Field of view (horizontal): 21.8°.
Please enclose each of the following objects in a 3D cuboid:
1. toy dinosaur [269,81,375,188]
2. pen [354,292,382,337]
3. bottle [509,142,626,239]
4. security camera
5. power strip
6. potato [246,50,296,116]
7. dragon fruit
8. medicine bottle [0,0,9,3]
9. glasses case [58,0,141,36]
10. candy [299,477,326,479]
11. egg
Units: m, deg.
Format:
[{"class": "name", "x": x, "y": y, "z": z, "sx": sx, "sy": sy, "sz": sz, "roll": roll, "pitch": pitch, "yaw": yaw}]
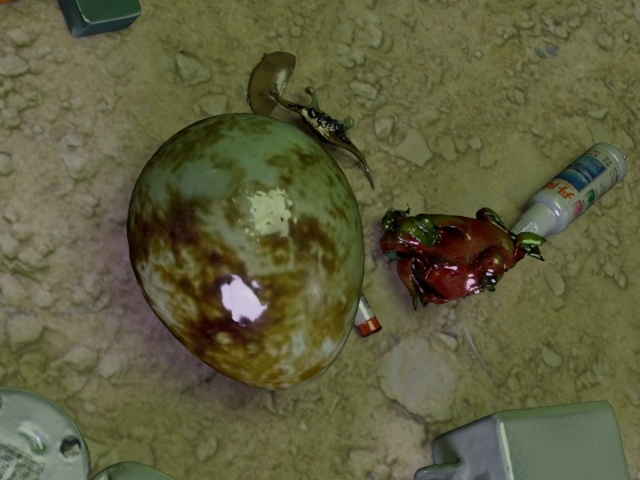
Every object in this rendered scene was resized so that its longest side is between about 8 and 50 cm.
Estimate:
[{"class": "toy dinosaur", "x": 0.008, "y": -0.132, "z": 1.890, "sx": 0.180, "sy": 0.037, "sz": 0.058, "roll": 34, "pitch": 45, "yaw": -22}, {"class": "pen", "x": 0.000, "y": 0.000, "z": 1.845, "sx": 0.028, "sy": 0.028, "sz": 0.239, "roll": -28, "pitch": 88, "yaw": -34}, {"class": "bottle", "x": 0.290, "y": -0.044, "z": 2.008, "sx": 0.217, "sy": 0.060, "sz": 0.060, "roll": -39, "pitch": 93, "yaw": -34}, {"class": "security camera", "x": -0.238, "y": 0.257, "z": 1.591, "sx": 0.301, "sy": 0.080, "sz": 0.157, "roll": 30, "pitch": 62, "yaw": -5}, {"class": "power strip", "x": 0.208, "y": 0.261, "z": 1.800, "sx": 0.224, "sy": 0.140, "sz": 0.139, "roll": -2, "pitch": 75, "yaw": -31}, {"class": "potato", "x": -0.055, "y": -0.186, "z": 1.878, "sx": 0.037, "sy": 0.036, "sz": 0.093, "roll": 32, "pitch": 60, "yaw": -20}, {"class": "dragon fruit", "x": 0.147, "y": 0.018, "z": 1.859, "sx": 0.175, "sy": 0.138, "sz": 0.142, "roll": 32, "pitch": 81, "yaw": -2}, {"class": "medicine bottle", "x": -0.358, "y": -0.349, "z": 1.730, "sx": 0.096, "sy": 0.096, "sz": 0.192, "roll": -16, "pitch": 81, "yaw": -33}, {"class": "glasses case", "x": -0.263, "y": -0.315, "z": 1.806, "sx": 0.077, "sy": 0.039, "sz": 0.184, "roll": -16, "pitch": 81, "yaw": -33}, {"class": "candy", "x": -0.050, "y": 0.369, "z": 1.605, "sx": 0.115, "sy": 0.155, "sz": 0.265, "roll": 39, "pitch": 57, "yaw": -8}, {"class": "egg", "x": -0.071, "y": 0.013, "z": 1.680, "sx": 0.238, "sy": 0.238, "sz": 0.290, "roll": -26, "pitch": 106, "yaw": -34}]
